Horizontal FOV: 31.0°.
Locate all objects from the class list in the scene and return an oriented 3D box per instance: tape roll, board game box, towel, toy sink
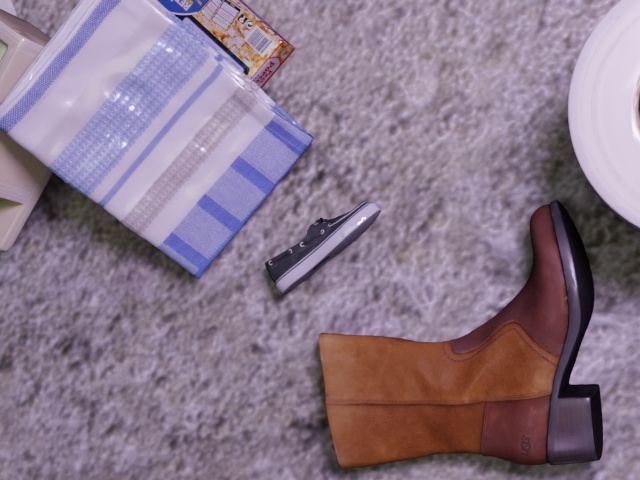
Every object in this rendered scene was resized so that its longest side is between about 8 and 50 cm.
[{"bbox_3d":[0.355,-0.115,1.062,0.246,0.169,0.246,0,88,15],"label":"tape roll"},{"bbox_3d":[-0.146,-0.186,1.261,0.147,0.045,0.193,44,100,12],"label":"board game box"},{"bbox_3d":[-0.170,-0.117,1.197,0.285,0.034,0.209,40,95,-19],"label":"towel"},{"bbox_3d":[-0.376,-0.129,1.257,0.153,0.131,0.234,36,100,34],"label":"toy sink"}]

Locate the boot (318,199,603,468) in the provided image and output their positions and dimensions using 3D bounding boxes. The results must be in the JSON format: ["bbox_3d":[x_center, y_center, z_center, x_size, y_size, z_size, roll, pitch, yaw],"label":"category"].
[{"bbox_3d":[0.136,0.100,1.177,0.280,0.096,0.264,-4,96,22],"label":"boot"}]

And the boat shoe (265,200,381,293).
[{"bbox_3d":[0.000,0.000,1.218,0.142,0.049,0.040,-40,79,13],"label":"boat shoe"}]

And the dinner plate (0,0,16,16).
[{"bbox_3d":[-0.421,-0.245,1.353,0.141,0.017,0.141,0,90,16],"label":"dinner plate"}]
